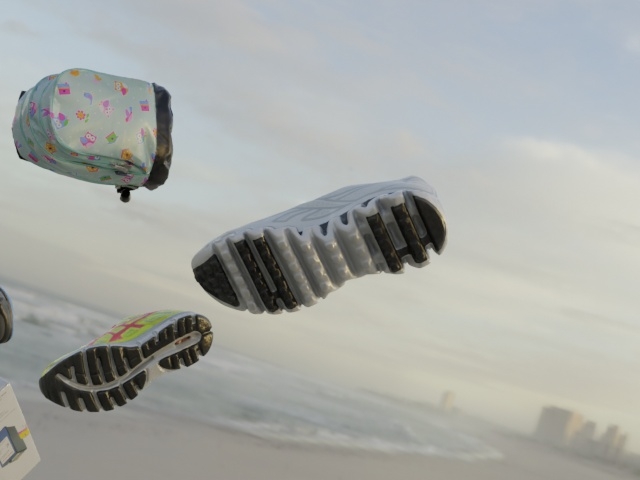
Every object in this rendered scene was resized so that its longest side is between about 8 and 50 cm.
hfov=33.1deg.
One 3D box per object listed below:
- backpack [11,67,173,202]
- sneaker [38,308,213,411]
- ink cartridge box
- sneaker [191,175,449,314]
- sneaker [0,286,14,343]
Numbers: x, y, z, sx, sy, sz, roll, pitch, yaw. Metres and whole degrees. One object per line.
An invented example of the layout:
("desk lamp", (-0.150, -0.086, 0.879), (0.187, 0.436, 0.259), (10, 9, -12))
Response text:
("backpack", (-0.265, -0.137, 1.265), (0.182, 0.152, 0.115), (7, -19, -38))
("sneaker", (-0.235, 0.136, 1.276), (0.208, 0.081, 0.094), (-19, 22, -27))
("ink cartridge box", (-0.537, 0.276, 1.668), (0.154, 0.093, 0.212), (27, -39, 27))
("sneaker", (0.000, 0.000, 1.203), (0.292, 0.110, 0.118), (-14, 26, 11))
("sneaker", (-0.452, 0.062, 1.372), (0.067, 0.078, 0.188), (-10, -57, 11))
